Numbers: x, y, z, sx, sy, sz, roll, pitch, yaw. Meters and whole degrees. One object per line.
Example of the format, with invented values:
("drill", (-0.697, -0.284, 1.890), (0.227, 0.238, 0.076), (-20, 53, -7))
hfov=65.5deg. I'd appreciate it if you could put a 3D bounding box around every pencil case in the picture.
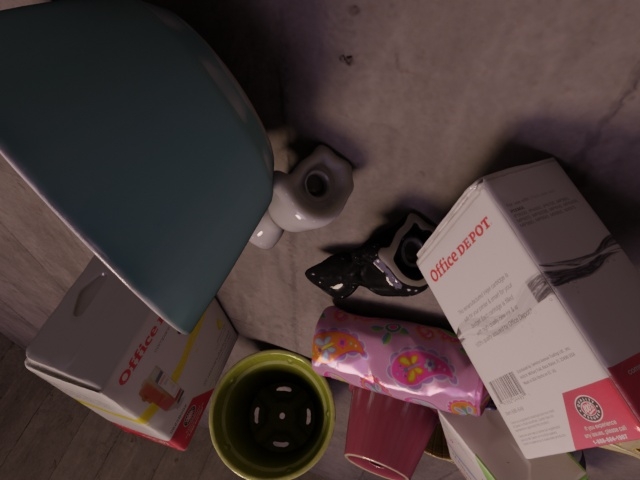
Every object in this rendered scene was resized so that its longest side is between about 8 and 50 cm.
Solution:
("pencil case", (0.127, 0.181, 0.771), (0.284, 0.124, 0.124), (6, 145, 27))

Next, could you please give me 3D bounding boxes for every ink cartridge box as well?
("ink cartridge box", (-0.326, 0.208, 0.964), (0.160, 0.279, 0.385), (13, 148, 16))
("ink cartridge box", (0.331, 0.407, 0.886), (0.207, 0.119, 0.353), (50, 170, 41))
("ink cartridge box", (0.193, 0.062, 0.443), (0.218, 0.092, 0.159), (63, 157, 21))

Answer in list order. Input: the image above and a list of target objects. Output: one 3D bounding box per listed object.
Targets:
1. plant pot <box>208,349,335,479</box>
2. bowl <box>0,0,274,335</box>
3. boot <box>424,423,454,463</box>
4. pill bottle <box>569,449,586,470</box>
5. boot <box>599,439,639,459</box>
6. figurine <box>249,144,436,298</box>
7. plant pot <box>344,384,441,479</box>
("plant pot", (-0.102, 0.420, 1.192), (0.276, 0.276, 0.254), (19, 160, 8))
("bowl", (-0.159, -0.085, 0.447), (0.311, 0.163, 0.311), (44, 165, 15))
("boot", (0.321, 0.497, 1.167), (0.213, 0.077, 0.165), (6, 147, 23))
("pill bottle", (0.438, 0.388, 0.910), (0.078, 0.078, 0.137), (1, 143, 34))
("boot", (0.436, 0.212, 0.627), (0.261, 0.095, 0.203), (9, 145, 31))
("figurine", (0.000, 0.000, 0.611), (0.214, 0.092, 0.209), (35, 152, -16))
("plant pot", (0.135, 0.355, 0.971), (0.201, 0.180, 0.201), (18, 150, 11))
